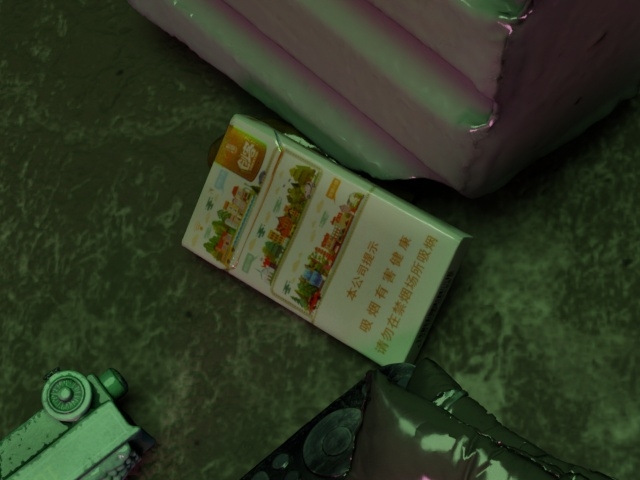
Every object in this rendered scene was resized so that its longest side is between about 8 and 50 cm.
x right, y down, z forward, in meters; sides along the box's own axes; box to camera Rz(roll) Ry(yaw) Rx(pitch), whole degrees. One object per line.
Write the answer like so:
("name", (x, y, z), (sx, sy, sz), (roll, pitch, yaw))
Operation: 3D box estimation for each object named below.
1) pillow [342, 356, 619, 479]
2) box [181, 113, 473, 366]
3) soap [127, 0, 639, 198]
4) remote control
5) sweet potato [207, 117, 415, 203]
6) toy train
("pillow", (0.143, 0.239, 0.917), (0.326, 0.101, 0.228), (24, 102, 25))
("box", (0.000, 0.000, 1.131), (0.220, 0.032, 0.122), (30, 105, 25))
("soap", (0.048, -0.257, 1.104), (0.213, 0.350, 0.435), (-31, 57, -31))
("remote control", (-0.014, 0.194, 1.052), (0.266, 0.066, 0.090), (-38, 34, -2))
("sweet potato", (-0.005, -0.067, 1.189), (0.182, 0.053, 0.054), (16, 30, 19))
("toy train", (-0.210, 0.171, 1.109), (0.172, 0.070, 0.099), (-38, 71, -6))
